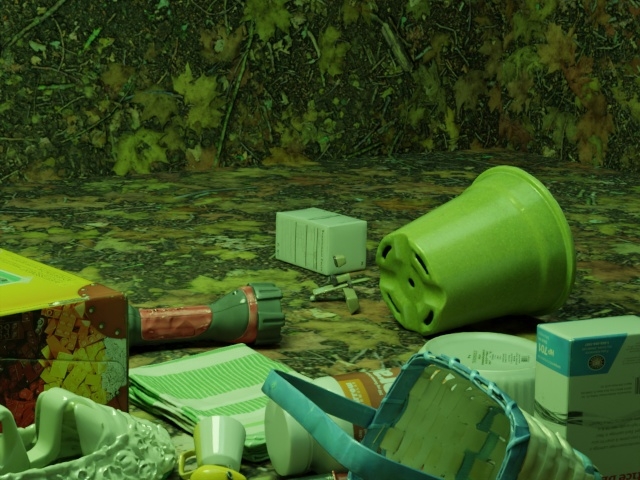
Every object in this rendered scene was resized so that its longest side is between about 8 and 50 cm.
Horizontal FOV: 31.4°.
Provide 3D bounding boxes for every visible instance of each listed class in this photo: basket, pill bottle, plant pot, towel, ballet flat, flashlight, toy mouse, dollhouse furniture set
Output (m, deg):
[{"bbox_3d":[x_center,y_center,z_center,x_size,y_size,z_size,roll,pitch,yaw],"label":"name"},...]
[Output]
[{"bbox_3d":[0.102,0.213,1.094,0.289,0.201,0.255,29,1,-23],"label":"basket"},{"bbox_3d":[0.050,0.214,1.336,0.216,0.121,0.121,-5,14,-22],"label":"pill bottle"},{"bbox_3d":[0.244,0.039,1.927,0.254,0.276,0.276,-20,21,-29],"label":"plant pot"},{"bbox_3d":[-0.100,0.210,1.542,0.248,0.038,0.325,-8,15,-40],"label":"towel"},{"bbox_3d":[-0.311,0.231,1.210,0.147,0.146,0.409,12,15,40],"label":"ballet flat"},{"bbox_3d":[-0.212,0.123,1.787,0.304,0.103,0.103,-2,16,-19],"label":"flashlight"},{"bbox_3d":[-0.106,0.278,1.190,0.161,0.031,0.143,-7,22,6],"label":"toy mouse"},{"bbox_3d":[0.019,0.088,2.044,0.081,0.091,0.114,-15,16,-2],"label":"dollhouse furniture set"}]

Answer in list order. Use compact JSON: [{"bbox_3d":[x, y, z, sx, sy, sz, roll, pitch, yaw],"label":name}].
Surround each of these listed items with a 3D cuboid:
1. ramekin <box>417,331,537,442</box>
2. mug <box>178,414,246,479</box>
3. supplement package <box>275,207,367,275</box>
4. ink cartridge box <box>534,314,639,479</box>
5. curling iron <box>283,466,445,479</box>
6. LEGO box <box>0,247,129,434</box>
[{"bbox_3d":[0.213,0.193,1.479,0.207,0.109,0.207,1,12,0],"label":"ramekin"},{"bbox_3d":[-0.121,0.251,1.319,0.062,0.078,0.064,24,32,-21],"label":"mug"},{"bbox_3d":[0.000,0.000,2.353,0.105,0.105,0.179,-8,16,-38],"label":"supplement package"},{"bbox_3d":[0.323,0.190,1.310,0.140,0.190,0.082,-3,12,-20],"label":"ink cartridge box"},{"bbox_3d":[0.027,0.275,1.259,0.274,0.035,0.068,0,13,-5],"label":"curling iron"},{"bbox_3d":[-0.539,0.136,1.475,0.373,0.193,0.500,-10,17,-42],"label":"LEGO box"}]
